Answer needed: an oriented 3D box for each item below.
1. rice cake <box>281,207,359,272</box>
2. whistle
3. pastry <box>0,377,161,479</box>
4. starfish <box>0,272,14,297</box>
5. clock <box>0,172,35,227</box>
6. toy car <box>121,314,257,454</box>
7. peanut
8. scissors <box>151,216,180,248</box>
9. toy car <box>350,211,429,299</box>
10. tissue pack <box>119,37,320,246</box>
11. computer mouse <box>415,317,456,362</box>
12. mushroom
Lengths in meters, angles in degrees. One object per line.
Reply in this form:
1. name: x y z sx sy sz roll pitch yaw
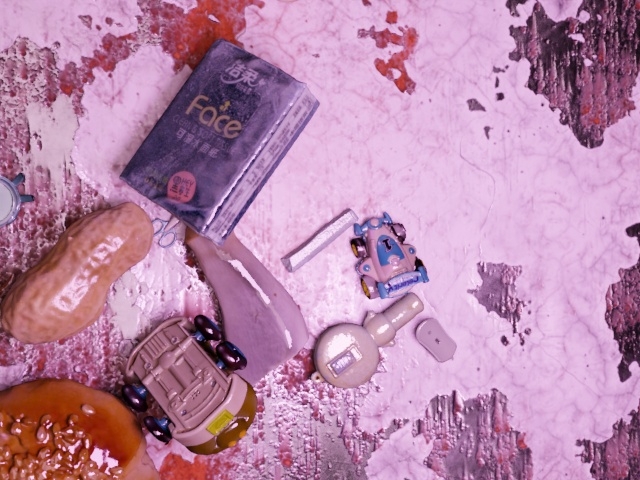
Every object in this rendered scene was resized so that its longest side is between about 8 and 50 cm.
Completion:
1. rice cake: -0.001 -0.001 1.798 0.171 0.029 0.033 -38 106 -7
2. whistle: 0.089 0.191 1.808 0.258 0.067 0.126 -36 98 -11
3. pastry: -0.464 0.434 1.608 0.410 0.245 0.409 -1 95 -11
4. starfish: -0.607 0.144 1.620 0.057 0.213 0.238 39 49 -19
5. clock: -0.573 -0.070 1.664 0.135 0.041 0.101 -25 98 -10
6. toy car: -0.207 0.271 1.681 0.204 0.248 0.198 -44 139 -6
7. peanut: -0.420 0.057 1.659 0.149 0.149 0.313 41 80 -11
8. scissors: -0.263 -0.042 1.746 0.058 0.014 0.119 44 87 -12
9. toy car: 0.131 0.029 1.789 0.126 0.098 0.161 -19 91 -11
10. tissue pack: -0.177 -0.176 1.669 0.228 0.103 0.315 32 84 28
11. computer mouse: 0.224 0.194 1.854 0.056 0.032 0.110 -44 111 -6
12. mushroom: -0.146 0.095 1.725 0.159 0.122 0.328 -31 98 -19
